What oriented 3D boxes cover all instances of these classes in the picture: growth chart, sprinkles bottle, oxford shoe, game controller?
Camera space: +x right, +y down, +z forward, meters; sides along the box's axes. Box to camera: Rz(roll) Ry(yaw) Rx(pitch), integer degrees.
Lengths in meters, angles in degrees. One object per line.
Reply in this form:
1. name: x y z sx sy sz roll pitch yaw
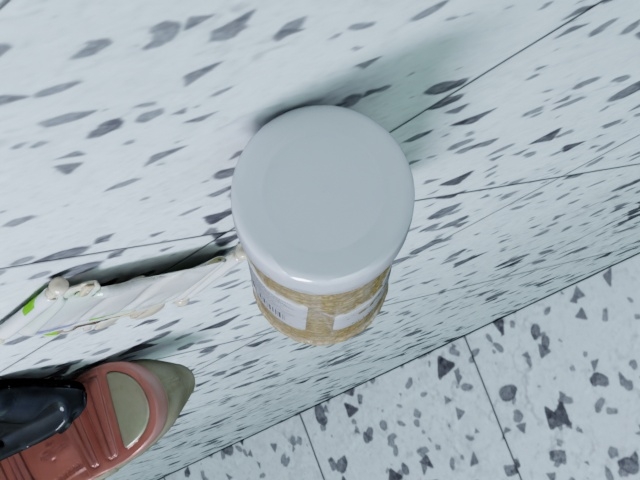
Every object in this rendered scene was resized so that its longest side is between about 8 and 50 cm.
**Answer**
1. growth chart: -0.174 0.050 1.390 0.237 0.021 0.172 -12 167 -43
2. sprinkles bottle: 0.000 0.000 1.193 0.121 0.121 0.355 -20 171 -4
3. oxford shoe: -0.311 0.250 1.854 0.397 0.140 0.146 -24 175 24
4. game controller: -0.407 0.217 1.722 0.319 0.067 0.166 -27 152 25
